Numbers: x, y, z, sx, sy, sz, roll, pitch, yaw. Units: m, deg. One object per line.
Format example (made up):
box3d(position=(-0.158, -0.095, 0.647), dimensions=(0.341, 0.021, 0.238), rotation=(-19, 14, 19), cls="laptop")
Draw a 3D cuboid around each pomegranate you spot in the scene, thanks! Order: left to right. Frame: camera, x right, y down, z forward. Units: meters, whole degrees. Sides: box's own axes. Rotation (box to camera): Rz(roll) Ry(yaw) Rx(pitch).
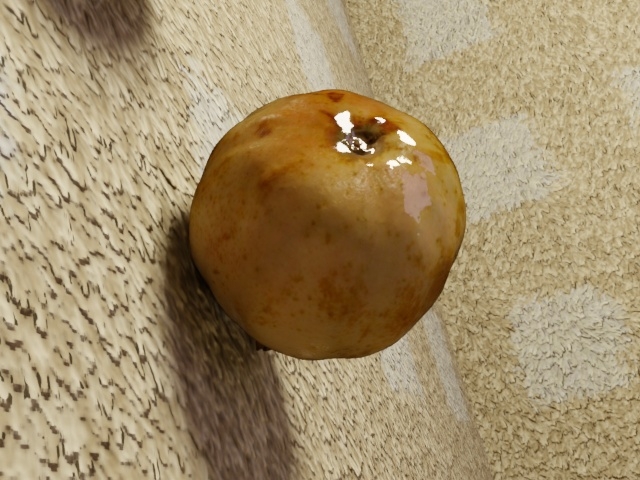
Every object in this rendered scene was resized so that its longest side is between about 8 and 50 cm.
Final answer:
box3d(position=(0.005, -0.012, 0.567), dimensions=(0.207, 0.207, 0.207), rotation=(-20, 90, -77), cls="pomegranate")
